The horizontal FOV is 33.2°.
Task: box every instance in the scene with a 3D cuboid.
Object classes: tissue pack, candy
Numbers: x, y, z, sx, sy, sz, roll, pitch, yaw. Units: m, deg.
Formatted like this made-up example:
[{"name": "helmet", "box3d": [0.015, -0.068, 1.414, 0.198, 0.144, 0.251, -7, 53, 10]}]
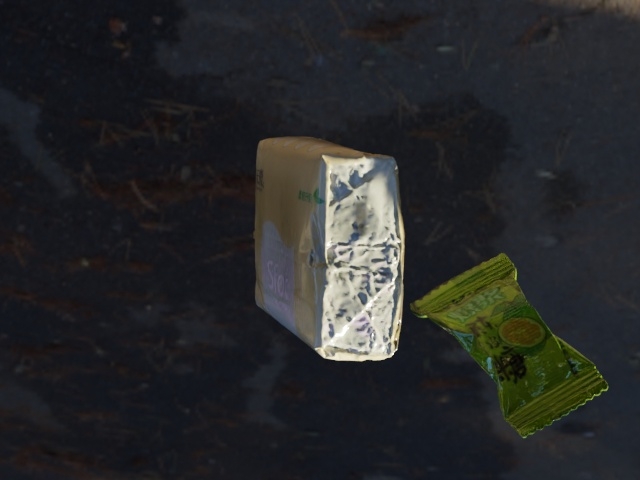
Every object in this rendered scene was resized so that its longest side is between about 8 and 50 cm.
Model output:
[{"name": "tissue pack", "box3d": [0.000, 0.000, 0.989, 0.090, 0.186, 0.222, -2, -170, -19]}, {"name": "candy", "box3d": [0.232, 0.120, 1.319, 0.149, 0.246, 0.069, -26, 145, -15]}]
